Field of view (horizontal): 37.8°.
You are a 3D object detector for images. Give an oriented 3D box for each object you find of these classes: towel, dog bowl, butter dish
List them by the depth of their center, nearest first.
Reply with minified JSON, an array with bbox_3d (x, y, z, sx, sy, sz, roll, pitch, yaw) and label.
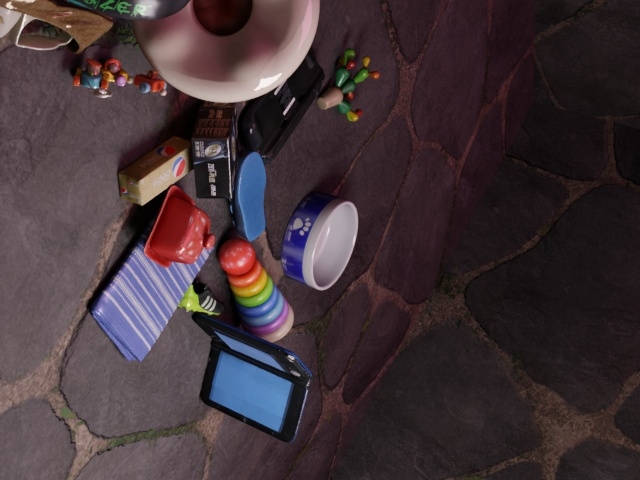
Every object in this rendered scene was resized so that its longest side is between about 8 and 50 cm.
[{"bbox_3d":[-0.275,-0.013,1.942,0.160,0.118,0.160,54,57,-73],"label":"butter dish"},{"bbox_3d":[-0.361,0.076,2.025,0.336,0.040,0.243,-60,152,-25],"label":"towel"},{"bbox_3d":[0.000,0.000,2.637,0.265,0.104,0.265,-46,146,-43],"label":"dog bowl"}]

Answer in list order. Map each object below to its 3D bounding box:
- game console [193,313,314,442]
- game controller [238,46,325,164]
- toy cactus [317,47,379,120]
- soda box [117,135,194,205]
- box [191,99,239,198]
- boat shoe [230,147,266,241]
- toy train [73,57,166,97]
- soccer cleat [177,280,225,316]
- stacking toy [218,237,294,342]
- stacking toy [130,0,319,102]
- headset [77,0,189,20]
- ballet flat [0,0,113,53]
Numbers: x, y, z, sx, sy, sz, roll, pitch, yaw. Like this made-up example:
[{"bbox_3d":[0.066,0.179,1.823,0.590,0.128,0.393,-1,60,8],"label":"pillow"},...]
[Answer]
[{"bbox_3d":[-0.184,0.334,2.266,0.173,0.293,0.250,-63,155,-17],"label":"game console"},{"bbox_3d":[-0.093,-0.337,2.261,0.319,0.067,0.166,-59,139,-25],"label":"game controller"},{"bbox_3d":[0.069,-0.398,2.510,0.180,0.112,0.219,-38,150,-35],"label":"toy cactus"},{"bbox_3d":[-0.328,-0.143,1.890,0.181,0.058,0.061,-44,145,-46],"label":"soda box"},{"bbox_3d":[-0.218,-0.196,1.967,0.180,0.077,0.147,-89,179,-55],"label":"box"},{"bbox_3d":[-0.190,-0.107,2.184,0.109,0.089,0.258,-30,141,-37],"label":"boat shoe"},{"bbox_3d":[-0.353,-0.290,1.647,0.166,0.125,0.046,-20,128,-55],"label":"toy train"},{"bbox_3d":[-0.274,0.137,2.216,0.179,0.060,0.072,19,89,-63],"label":"soccer cleat"},{"bbox_3d":[-0.177,0.116,2.344,0.141,0.141,0.330,-57,146,-27],"label":"stacking toy"},{"bbox_3d":[-0.145,-0.463,1.852,0.480,0.350,0.351,-55,159,-75],"label":"stacking toy"},{"bbox_3d":[-0.294,-0.517,1.480,0.185,0.243,0.394,122,-22,-46],"label":"headset"},{"bbox_3d":[-0.452,-0.359,1.433,0.124,0.116,0.342,-54,162,10],"label":"ballet flat"}]
